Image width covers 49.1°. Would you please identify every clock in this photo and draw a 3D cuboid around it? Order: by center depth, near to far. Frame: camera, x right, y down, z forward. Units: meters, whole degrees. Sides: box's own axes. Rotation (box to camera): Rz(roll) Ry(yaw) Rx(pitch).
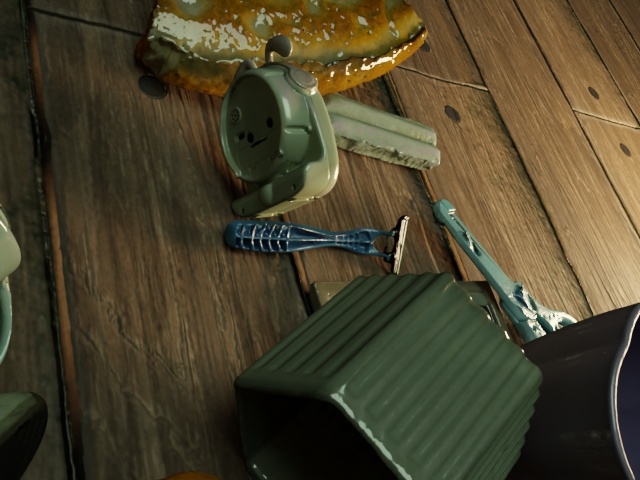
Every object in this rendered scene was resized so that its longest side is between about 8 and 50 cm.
[{"bbox_3d":[-0.058,-0.128,0.796,0.062,0.151,0.191,-7,81,-40],"label":"clock"}]

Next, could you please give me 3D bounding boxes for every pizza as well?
[{"bbox_3d":[-0.089,-0.371,0.997,0.440,0.130,0.406,-13,68,-32],"label":"pizza"}]

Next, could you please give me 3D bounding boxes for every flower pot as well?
[{"bbox_3d":[0.058,0.162,0.634,0.209,0.239,0.189,26,45,31],"label":"flower pot"},{"bbox_3d":[0.287,0.216,0.750,0.265,0.243,0.265,14,65,-32],"label":"flower pot"}]

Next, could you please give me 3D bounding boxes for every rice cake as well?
[{"bbox_3d":[0.084,-0.159,1.036,0.226,0.040,0.085,11,53,-32],"label":"rice cake"}]

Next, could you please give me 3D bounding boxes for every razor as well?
[{"bbox_3d":[0.000,0.000,0.855,0.253,0.042,0.082,3,99,-35],"label":"razor"}]

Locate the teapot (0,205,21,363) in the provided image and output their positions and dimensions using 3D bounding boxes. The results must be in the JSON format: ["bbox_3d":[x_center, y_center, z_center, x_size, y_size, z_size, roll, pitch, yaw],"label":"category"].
[{"bbox_3d":[-0.321,0.020,0.516,0.232,0.159,0.159,53,34,-38],"label":"teapot"}]

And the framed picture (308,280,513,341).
[{"bbox_3d":[0.141,0.155,0.862,0.315,0.024,0.232,1,61,-37],"label":"framed picture"}]

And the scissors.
[{"bbox_3d":[0.287,0.093,0.988,0.393,0.032,0.180,51,37,-3],"label":"scissors"}]

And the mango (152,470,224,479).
[{"bbox_3d":[-0.125,0.303,0.464,0.187,0.138,0.257,53,44,-21],"label":"mango"}]

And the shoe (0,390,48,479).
[{"bbox_3d":[-0.303,0.174,0.445,0.098,0.103,0.275,42,39,15],"label":"shoe"}]
